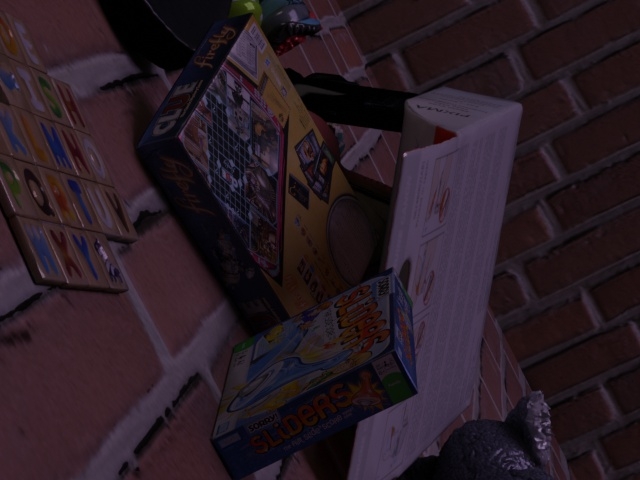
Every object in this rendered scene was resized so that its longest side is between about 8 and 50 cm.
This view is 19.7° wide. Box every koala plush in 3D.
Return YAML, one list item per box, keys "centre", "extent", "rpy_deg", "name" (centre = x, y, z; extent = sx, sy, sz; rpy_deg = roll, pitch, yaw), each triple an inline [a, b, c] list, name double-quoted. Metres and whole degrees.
- centre: [0.162, 0.244, 1.665]
  extent: [0.203, 0.196, 0.221]
  rpy_deg: [46, 21, -34]
  name: "koala plush"

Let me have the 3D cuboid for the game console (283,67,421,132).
- centre: [0.014, -0.154, 1.995]
  extent: [0.361, 0.213, 0.044]
  rpy_deg: [-124, -138, -80]
  name: "game console"

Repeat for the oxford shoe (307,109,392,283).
- centre: [0.000, 0.000, 1.710]
  extent: [0.348, 0.123, 0.130]
  rpy_deg: [38, 46, -56]
  name: "oxford shoe"

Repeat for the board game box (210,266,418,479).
- centre: [-0.001, 0.088, 1.275]
  extent: [0.035, 0.136, 0.201]
  rpy_deg: [62, 8, -12]
  name: "board game box"

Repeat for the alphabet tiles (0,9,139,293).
- centre: [-0.169, -0.059, 1.118]
  extent: [0.198, 0.009, 0.237]
  rpy_deg: [65, 9, 8]
  name: "alphabet tiles"

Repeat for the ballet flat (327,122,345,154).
- centre: [-0.024, -0.100, 1.984]
  extent: [0.077, 0.091, 0.241]
  rpy_deg: [34, 4, 2]
  name: "ballet flat"

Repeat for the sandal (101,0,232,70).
- centre: [-0.092, -0.314, 1.665]
  extent: [0.167, 0.107, 0.445]
  rpy_deg: [46, 30, -29]
  name: "sandal"

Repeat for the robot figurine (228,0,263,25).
- centre: [-0.102, -0.255, 1.943]
  extent: [0.101, 0.067, 0.115]
  rpy_deg: [113, -42, -58]
  name: "robot figurine"

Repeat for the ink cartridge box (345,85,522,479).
- centre: [0.069, 0.039, 1.597]
  extent: [0.385, 0.091, 0.308]
  rpy_deg: [-25, 127, -68]
  name: "ink cartridge box"

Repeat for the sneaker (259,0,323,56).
- centre: [-0.080, -0.271, 2.065]
  extent: [0.125, 0.104, 0.262]
  rpy_deg: [60, -1, -18]
  name: "sneaker"

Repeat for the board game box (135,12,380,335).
- centre: [-0.043, -0.036, 1.477]
  extent: [0.243, 0.042, 0.165]
  rpy_deg: [60, 37, -30]
  name: "board game box"
